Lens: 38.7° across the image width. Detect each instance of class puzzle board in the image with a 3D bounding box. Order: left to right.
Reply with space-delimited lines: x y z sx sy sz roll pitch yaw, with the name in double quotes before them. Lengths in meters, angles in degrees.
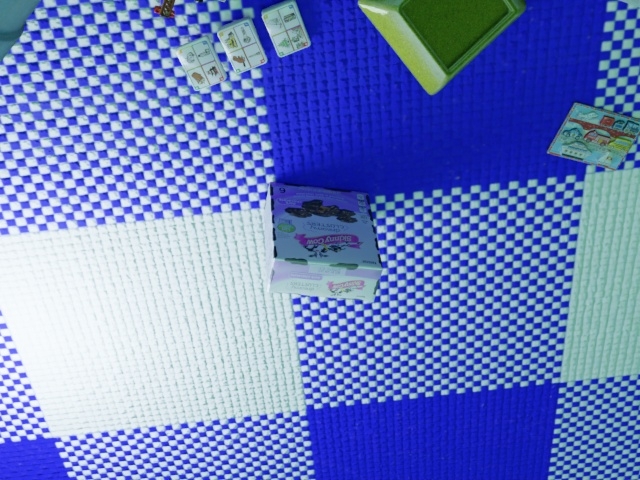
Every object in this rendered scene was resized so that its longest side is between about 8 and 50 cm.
"puzzle board" 0.435 -0.161 1.434 0.128 0.011 0.096 12 126 -14

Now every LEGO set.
"LEGO set" -0.138 -0.338 1.233 0.183 0.060 0.244 -21 134 5

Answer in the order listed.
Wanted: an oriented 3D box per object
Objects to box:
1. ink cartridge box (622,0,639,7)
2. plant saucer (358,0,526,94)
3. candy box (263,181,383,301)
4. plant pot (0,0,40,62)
"ink cartridge box" 0.374 -0.365 1.213 0.207 0.097 0.046 14 125 -15
"plant saucer" 0.177 -0.315 1.231 0.188 0.045 0.188 -43 122 3
"candy box" 0.000 0.000 1.403 0.165 0.196 0.070 6 127 -10
"plant pot" -0.395 -0.392 0.994 0.334 0.341 0.341 -41 121 15
